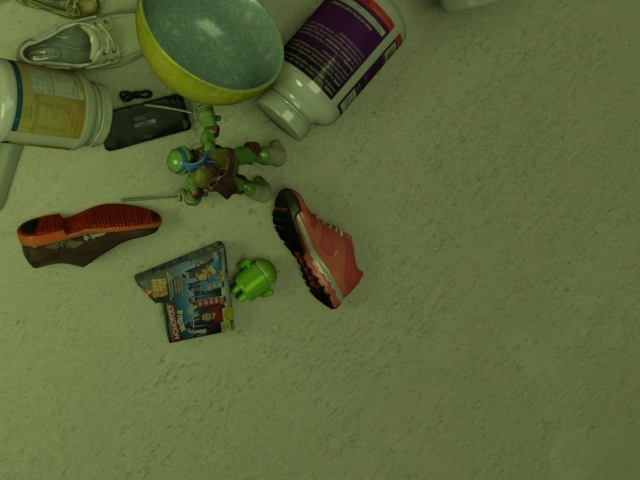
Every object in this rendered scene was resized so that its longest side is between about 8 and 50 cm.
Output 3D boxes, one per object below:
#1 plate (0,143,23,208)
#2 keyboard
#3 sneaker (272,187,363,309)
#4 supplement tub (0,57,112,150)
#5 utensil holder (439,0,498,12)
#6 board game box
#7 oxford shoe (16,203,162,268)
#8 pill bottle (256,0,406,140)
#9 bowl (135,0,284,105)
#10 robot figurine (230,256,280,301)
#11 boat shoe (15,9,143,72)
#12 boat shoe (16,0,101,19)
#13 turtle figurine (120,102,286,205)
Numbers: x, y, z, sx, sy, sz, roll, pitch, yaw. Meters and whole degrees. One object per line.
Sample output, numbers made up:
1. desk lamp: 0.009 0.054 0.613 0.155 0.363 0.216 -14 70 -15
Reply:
1. plate: -0.688 -0.217 1.183 0.277 0.045 0.278 20 94 -24
2. keyboard: -0.361 -0.255 1.310 0.180 0.023 0.108 -19 114 -17
3. sneaker: 0.000 0.000 1.467 0.136 0.116 0.314 -36 118 -21
4. supplement tub: -0.497 -0.240 1.168 0.199 0.144 0.144 0 102 -47
5. utensil holder: 0.353 -0.706 1.322 0.327 0.327 0.385 -25 112 -14
6. board game box: -0.294 0.113 1.393 0.194 0.060 0.194 -9 104 -17
7. oxford shoe: -0.455 -0.007 1.303 0.271 0.097 0.098 -8 124 -14
8. pill bottle: 0.017 -0.368 1.340 0.181 0.181 0.323 42 85 -23
9. bowl: -0.230 -0.364 1.243 0.289 0.156 0.289 16 58 -27
10. robot figurine: -0.146 0.088 1.438 0.115 0.067 0.101 -38 103 -9
11. boat shoe: -0.426 -0.370 1.217 0.277 0.096 0.098 -25 107 -19
12. boat shoe: -0.489 -0.449 1.205 0.153 0.048 0.056 8 99 -22
13. turtle figurine: -0.226 -0.172 1.325 0.266 0.274 0.198 6 83 -44
